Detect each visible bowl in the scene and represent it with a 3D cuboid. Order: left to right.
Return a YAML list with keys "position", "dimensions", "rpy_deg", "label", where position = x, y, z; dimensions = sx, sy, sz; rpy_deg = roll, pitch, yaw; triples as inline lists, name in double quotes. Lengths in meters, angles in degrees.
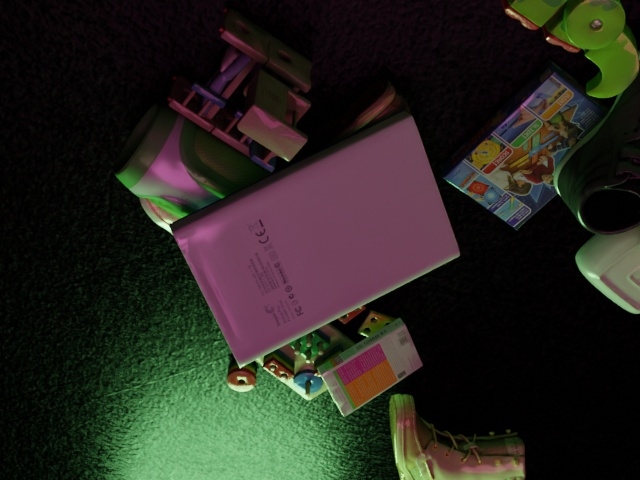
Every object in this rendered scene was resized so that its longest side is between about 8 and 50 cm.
- position: [0.442, 0.036, 1.409]
  dimensions: [0.142, 0.053, 0.142]
  rpy_deg: [37, 122, -17]
  label: "bowl"

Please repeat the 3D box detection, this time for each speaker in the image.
- position: [-0.111, -0.055, 1.314]
  dimensions: [0.296, 0.131, 0.131]
  rpy_deg: [32, 122, -21]
  label: "speaker"

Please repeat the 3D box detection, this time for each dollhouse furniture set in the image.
- position: [-0.100, -0.157, 1.198]
  dimensions: [0.129, 0.184, 0.129]
  rpy_deg: [31, 122, -20]
  label: "dollhouse furniture set"

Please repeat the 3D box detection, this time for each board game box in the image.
- position: [0.274, -0.118, 1.312]
  dimensions: [0.136, 0.035, 0.201]
  rpy_deg: [33, 122, -21]
  label: "board game box"

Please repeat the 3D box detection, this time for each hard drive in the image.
- position: [0.000, 0.000, 1.267]
  dimensions: [0.318, 0.040, 0.210]
  rpy_deg: [-27, 118, -7]
  label: "hard drive"

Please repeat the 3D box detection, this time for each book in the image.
- position: [0.075, 0.188, 1.518]
  dimensions: [0.144, 0.035, 0.096]
  rpy_deg: [-30, 129, -6]
  label: "book"

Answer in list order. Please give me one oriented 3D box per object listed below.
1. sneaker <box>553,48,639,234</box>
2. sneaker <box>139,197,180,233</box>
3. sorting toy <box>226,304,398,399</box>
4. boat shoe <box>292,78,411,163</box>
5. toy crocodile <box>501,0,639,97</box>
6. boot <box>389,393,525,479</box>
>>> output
- position: [0.391, -0.124, 1.191]
  dimensions: [0.104, 0.147, 0.296]
  rpy_deg: [25, 121, -15]
  label: "sneaker"
- position: [-0.180, -0.038, 1.378]
  dimensions: [0.070, 0.051, 0.134]
  rpy_deg: [-29, 125, 20]
  label: "sneaker"
- position: [-0.009, 0.183, 1.545]
  dimensions: [0.274, 0.046, 0.132]
  rpy_deg: [-36, 119, 25]
  label: "sorting toy"
- position: [0.038, -0.127, 1.293]
  dimensions: [0.178, 0.064, 0.060]
  rpy_deg: [-38, 119, 22]
  label: "boat shoe"
- position: [0.234, -0.288, 1.131]
  dimensions: [0.340, 0.115, 0.105]
  rpy_deg: [32, 123, -21]
  label: "toy crocodile"
- position: [0.220, 0.327, 1.618]
  dimensions: [0.203, 0.095, 0.262]
  rpy_deg: [-9, 129, 9]
  label: "boot"
